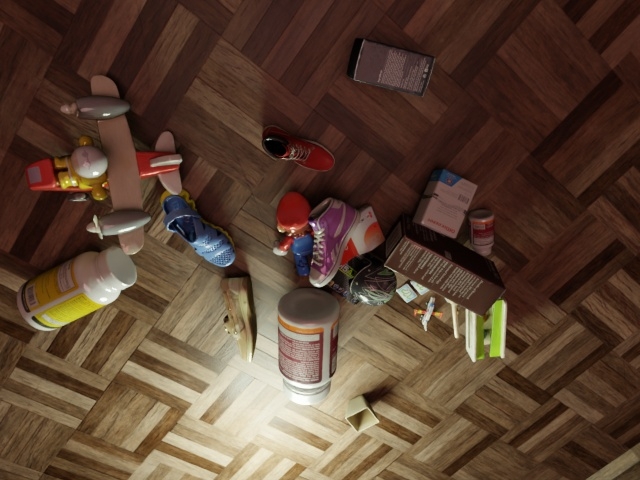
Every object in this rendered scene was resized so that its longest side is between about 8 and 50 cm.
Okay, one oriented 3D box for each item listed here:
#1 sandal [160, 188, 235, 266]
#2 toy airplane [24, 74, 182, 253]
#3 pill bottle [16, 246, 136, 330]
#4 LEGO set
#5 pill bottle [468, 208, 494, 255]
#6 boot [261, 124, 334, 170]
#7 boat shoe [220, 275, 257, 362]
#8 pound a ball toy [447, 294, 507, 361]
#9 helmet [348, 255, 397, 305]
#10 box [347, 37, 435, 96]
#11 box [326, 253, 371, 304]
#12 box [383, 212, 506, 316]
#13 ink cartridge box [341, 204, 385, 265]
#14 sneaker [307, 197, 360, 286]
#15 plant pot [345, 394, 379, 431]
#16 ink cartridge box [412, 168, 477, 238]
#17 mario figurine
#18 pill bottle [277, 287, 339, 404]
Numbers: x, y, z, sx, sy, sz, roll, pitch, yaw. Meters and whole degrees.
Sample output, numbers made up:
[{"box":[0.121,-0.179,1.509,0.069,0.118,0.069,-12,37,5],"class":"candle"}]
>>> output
[{"box":[-0.405,-0.021,1.386,0.126,0.138,0.317,-38,115,11],"class":"sandal"},{"box":[-0.584,-0.208,1.197,0.386,0.272,0.385,37,89,-6],"class":"toy airplane"},{"box":[-0.795,0.152,1.407,0.333,0.188,0.188,-25,116,7],"class":"pill bottle"},{"box":[0.433,0.234,1.633,0.182,0.060,0.244,-34,115,16],"class":"LEGO set"},{"box":[0.567,-0.026,1.497,0.085,0.086,0.152,-12,118,1],"class":"pill bottle"},{"box":[-0.063,-0.257,1.276,0.244,0.176,0.089,22,111,-16],"class":"boot"},{"box":[-0.300,0.292,1.567,0.110,0.122,0.342,-2,107,1],"class":"boat shoe"},{"box":[0.590,0.306,1.640,0.207,0.136,0.320,-9,115,4],"class":"pound a ball toy"},{"box":[0.179,0.144,1.457,0.169,0.162,0.170,-3,116,-6],"class":"helmet"},{"box":[0.191,-0.489,1.196,0.206,0.153,0.108,10,115,-11],"class":"box"},{"box":[0.117,0.121,1.553,0.190,0.045,0.184,37,109,-21],"class":"box"},{"box":[0.409,0.079,1.435,0.381,0.191,0.143,29,117,-7],"class":"box"},{"box":[0.124,-0.015,1.446,0.179,0.045,0.146,-37,117,-20],"class":"ink cartridge box"},{"box":[0.000,-0.001,1.334,0.161,0.102,0.282,24,89,-39],"class":"sneaker"},{"box":[0.173,0.738,1.836,0.109,0.096,0.109,-31,115,9],"class":"plant pot"},{"box":[0.410,-0.122,1.407,0.139,0.082,0.191,22,93,-15],"class":"ink cartridge box"},{"box":[-0.060,-0.032,1.442,0.198,0.170,0.321,-38,133,-28],"class":"mario figurine"},{"box":[-0.047,0.395,1.576,0.223,0.224,0.393,0,116,-5],"class":"pill bottle"}]
